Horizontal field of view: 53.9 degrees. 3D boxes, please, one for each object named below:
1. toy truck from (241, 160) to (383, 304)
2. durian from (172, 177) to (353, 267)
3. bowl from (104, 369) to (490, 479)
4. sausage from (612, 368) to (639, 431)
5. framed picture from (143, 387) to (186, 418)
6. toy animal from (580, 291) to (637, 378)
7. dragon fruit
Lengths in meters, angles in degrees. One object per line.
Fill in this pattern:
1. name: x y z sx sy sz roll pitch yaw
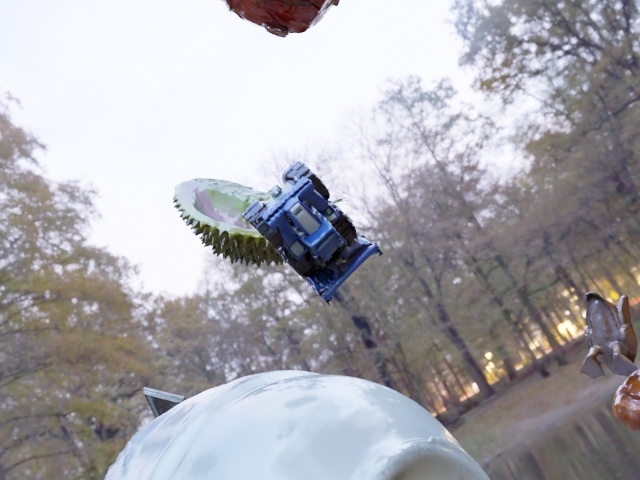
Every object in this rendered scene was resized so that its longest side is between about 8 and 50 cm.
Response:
1. toy truck: 0.000 0.000 0.882 0.113 0.126 0.208 -45 -48 -4
2. durian: -0.107 -0.036 1.206 0.355 0.170 0.157 5 -16 -11
3. bowl: 0.019 0.222 0.394 0.163 0.308 0.307 -30 -15 38
4. sausage: 0.556 0.274 1.080 0.179 0.089 0.089 -15 -23 -45
5. framed picture: -0.258 0.359 1.160 0.141 0.183 0.011 -4 21 45
6. toy animal: 0.502 0.147 1.088 0.089 0.188 0.179 -10 21 37
7. dragon fruit: -0.073 -0.456 1.015 0.240 0.252 0.241 -31 -20 -12
